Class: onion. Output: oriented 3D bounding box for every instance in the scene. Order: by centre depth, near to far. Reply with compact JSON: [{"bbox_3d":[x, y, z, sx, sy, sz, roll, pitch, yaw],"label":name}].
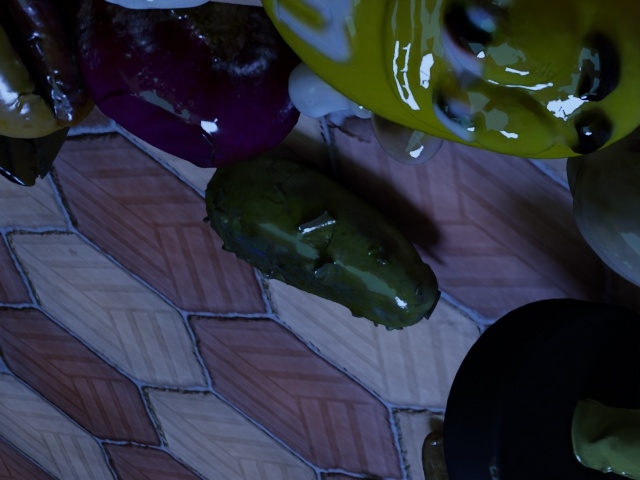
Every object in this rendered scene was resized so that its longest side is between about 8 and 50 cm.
[{"bbox_3d":[-0.111,-0.134,1.465,0.195,0.140,0.218,34,157,-8],"label":"onion"}]

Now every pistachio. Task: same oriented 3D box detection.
[{"bbox_3d":[0.253,-0.010,1.213,0.206,0.129,0.131,29,162,1],"label":"pistachio"}]

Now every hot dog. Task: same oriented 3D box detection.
[{"bbox_3d":[-0.260,-0.186,1.488,0.107,0.194,0.326,10,153,42],"label":"hot dog"}]

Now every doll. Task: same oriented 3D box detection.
[{"bbox_3d":[0.025,-0.201,1.170,0.423,0.161,0.348,-4,118,47],"label":"doll"}]

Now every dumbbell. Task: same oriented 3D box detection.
[{"bbox_3d":[0.255,0.152,1.340,0.204,0.204,0.322,51,159,-24],"label":"dumbbell"}]

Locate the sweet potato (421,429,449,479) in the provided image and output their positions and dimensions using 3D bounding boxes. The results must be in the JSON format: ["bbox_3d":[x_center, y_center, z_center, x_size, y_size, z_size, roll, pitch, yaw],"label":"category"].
[{"bbox_3d":[0.184,0.305,1.836,0.097,0.097,0.292,-2,129,52],"label":"sweet potato"}]

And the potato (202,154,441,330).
[{"bbox_3d":[0.000,0.000,1.574,0.225,0.090,0.117,28,152,21],"label":"potato"}]
